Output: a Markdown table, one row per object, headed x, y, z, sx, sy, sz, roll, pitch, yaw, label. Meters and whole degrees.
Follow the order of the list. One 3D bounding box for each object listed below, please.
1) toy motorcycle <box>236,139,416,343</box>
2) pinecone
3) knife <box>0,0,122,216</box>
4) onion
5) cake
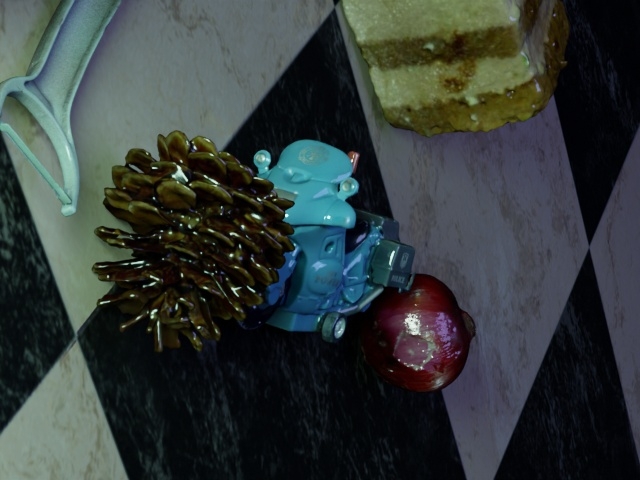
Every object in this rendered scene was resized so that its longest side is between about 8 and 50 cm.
| x | y | z | sx | sy | sz | roll | pitch | yaw | label |
| --- | --- | --- | --- | --- | --- | --- | --- | --- | --- |
| 0.000 | 0.000 | 1.901 | 0.272 | 0.124 | 0.182 | 8 | 99 | -64 | toy motorcycle |
| -0.110 | 0.010 | 1.598 | 0.163 | 0.163 | 0.165 | 56 | 50 | -48 | pinecone |
| -0.196 | -0.156 | 1.544 | 0.123 | 0.053 | 0.278 | 59 | 34 | -38 | knife |
| 0.102 | 0.098 | 2.096 | 0.131 | 0.131 | 0.131 | -5 | 90 | -67 | onion |
| 0.143 | -0.283 | 2.170 | 0.198 | 0.196 | 0.293 | -64 | 143 | -48 | cake |
